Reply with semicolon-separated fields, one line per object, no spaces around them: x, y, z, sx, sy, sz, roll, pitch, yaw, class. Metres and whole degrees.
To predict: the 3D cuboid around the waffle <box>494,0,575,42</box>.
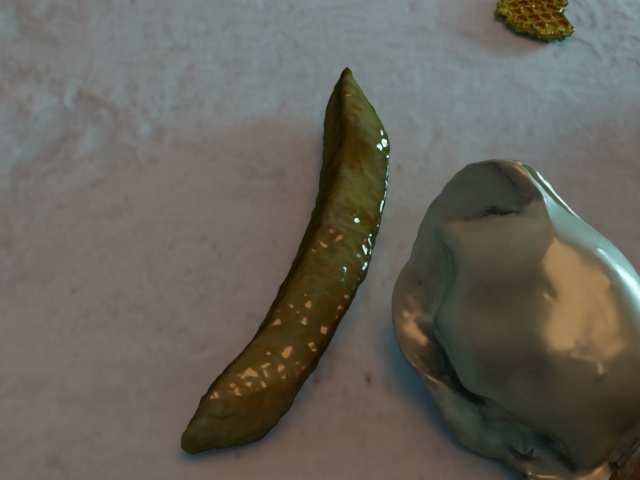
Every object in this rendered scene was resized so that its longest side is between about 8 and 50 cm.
0.209;-0.222;1.296;0.078;0.016;0.085;16;43;3;waffle

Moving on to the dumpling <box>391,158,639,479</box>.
0.144;0.068;0.903;0.250;0.162;0.132;61;20;14;dumpling

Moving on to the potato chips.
0.000;0.000;0.991;0.080;0.057;0.407;19;44;2;potato chips

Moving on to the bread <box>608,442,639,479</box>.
0.291;0.193;0.700;0.312;0.312;0.172;28;32;15;bread
